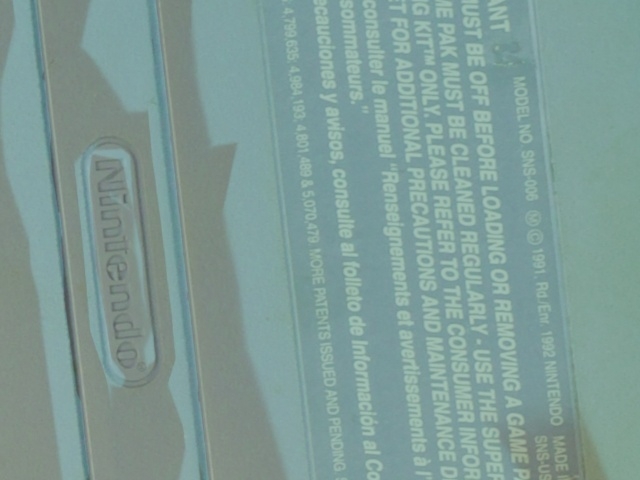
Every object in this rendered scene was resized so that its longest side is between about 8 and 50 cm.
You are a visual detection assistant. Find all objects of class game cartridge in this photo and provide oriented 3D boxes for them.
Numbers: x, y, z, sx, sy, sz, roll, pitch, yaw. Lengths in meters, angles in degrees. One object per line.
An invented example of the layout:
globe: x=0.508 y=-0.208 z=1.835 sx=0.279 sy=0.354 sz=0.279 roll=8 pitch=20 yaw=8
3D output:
game cartridge: x=0.000 y=0.000 z=0.543 sx=0.230 sy=0.068 sz=0.355 roll=-6 pitch=92 yaw=0
